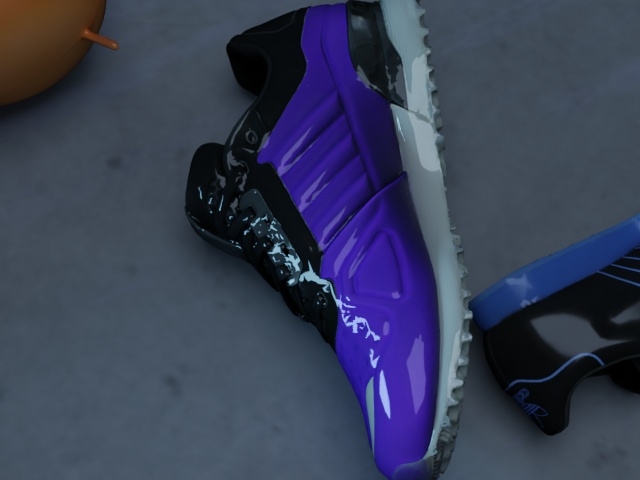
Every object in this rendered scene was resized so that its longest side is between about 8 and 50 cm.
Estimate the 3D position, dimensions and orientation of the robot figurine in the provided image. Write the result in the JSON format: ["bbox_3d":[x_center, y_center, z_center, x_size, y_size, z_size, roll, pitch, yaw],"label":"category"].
[{"bbox_3d":[-0.207,-0.166,1.039,0.158,0.128,0.219,-20,67,-42],"label":"robot figurine"}]

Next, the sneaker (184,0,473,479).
[{"bbox_3d":[0.000,0.000,1.009,0.146,0.102,0.293,-5,63,-2],"label":"sneaker"}]

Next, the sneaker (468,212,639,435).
[{"bbox_3d":[0.196,0.026,1.025,0.232,0.081,0.090,-26,82,-12],"label":"sneaker"}]
